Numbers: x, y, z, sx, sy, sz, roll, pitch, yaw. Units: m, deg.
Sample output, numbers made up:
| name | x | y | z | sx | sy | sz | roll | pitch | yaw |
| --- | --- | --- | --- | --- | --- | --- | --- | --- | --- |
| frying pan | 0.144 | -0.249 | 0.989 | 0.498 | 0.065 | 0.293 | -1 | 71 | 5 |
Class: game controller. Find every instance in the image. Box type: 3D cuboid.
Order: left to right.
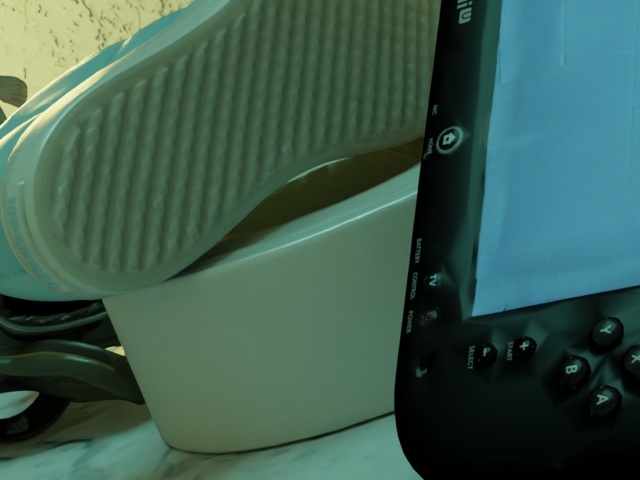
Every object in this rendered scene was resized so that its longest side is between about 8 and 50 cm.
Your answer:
| name | x | y | z | sx | sy | sz | roll | pitch | yaw |
| --- | --- | --- | --- | --- | --- | --- | --- | --- | --- |
| game controller | 0.116 | -0.047 | 0.672 | 0.166 | 0.067 | 0.319 | -7 | 55 | 24 |

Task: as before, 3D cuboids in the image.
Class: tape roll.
| name | x | y | z | sx | sy | sz | roll | pitch | yaw |
| --- | --- | --- | --- | --- | --- | --- | --- | --- | --- |
| tape roll | 0.021 | 0.012 | 0.951 | 0.286 | 0.100 | 0.286 | -22 | 11 | 4 |

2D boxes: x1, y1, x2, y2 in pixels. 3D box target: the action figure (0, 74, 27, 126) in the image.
| name | x | y | z | sx | sy | sz | roll | pitch | yaw |
| --- | --- | --- | --- | --- | --- | --- | --- | --- | --- |
| action figure | -0.358 | 0.026 | 1.372 | 0.341 | 0.178 | 0.330 | -26 | 38 | 5 |

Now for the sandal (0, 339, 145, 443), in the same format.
| name | x | y | z | sx | sy | sz | roll | pitch | yaw |
| --- | --- | --- | --- | --- | --- | --- | --- | --- | --- |
| sandal | -0.190 | 0.098 | 1.061 | 0.219 | 0.060 | 0.090 | -1 | -17 | 36 |

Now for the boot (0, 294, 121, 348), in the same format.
| name | x | y | z | sx | sy | sz | roll | pitch | yaw |
| --- | --- | --- | --- | --- | --- | --- | --- | --- | --- |
| boot | -0.141 | 0.026 | 1.125 | 0.190 | 0.076 | 0.208 | -28 | -9 | -22 |

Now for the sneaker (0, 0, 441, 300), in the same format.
| name | x | y | z | sx | sy | sz | roll | pitch | yaw |
| --- | --- | --- | --- | --- | --- | --- | --- | --- | --- |
| sneaker | -0.060 | -0.080 | 0.933 | 0.150 | 0.135 | 0.366 | -6 | 18 | 46 |
